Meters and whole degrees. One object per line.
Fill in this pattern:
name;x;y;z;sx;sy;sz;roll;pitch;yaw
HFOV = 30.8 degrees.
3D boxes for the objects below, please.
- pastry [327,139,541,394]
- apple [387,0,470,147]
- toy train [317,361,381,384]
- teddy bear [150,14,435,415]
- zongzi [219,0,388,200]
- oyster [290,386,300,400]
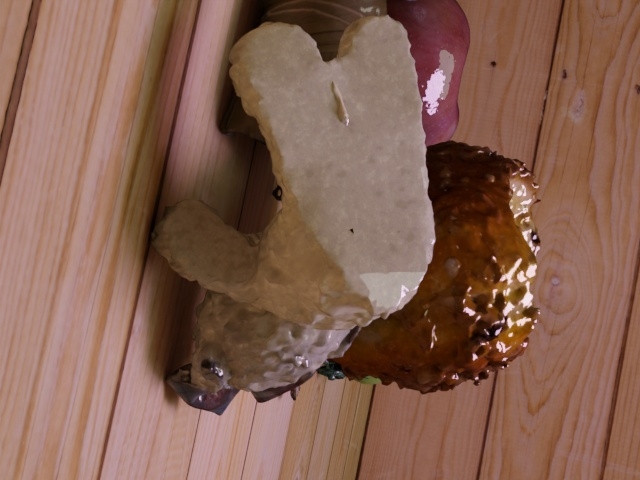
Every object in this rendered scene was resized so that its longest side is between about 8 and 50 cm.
pastry;0.124;0.037;1.536;0.405;0.337;0.292;-71;151;-60
apple;0.102;-0.251;1.771;0.306;0.235;0.305;5;90;-87
toy train;0.072;0.229;2.374;0.253;0.157;0.105;75;27;-67
teddy bear;-0.051;-0.009;1.274;0.362;0.327;0.375;-19;-96;55
zongzi;0.022;-0.262;1.530;0.447;0.181;0.418;33;68;-83
oyster;-0.028;0.207;2.079;0.177;0.056;0.105;-68;176;-49
